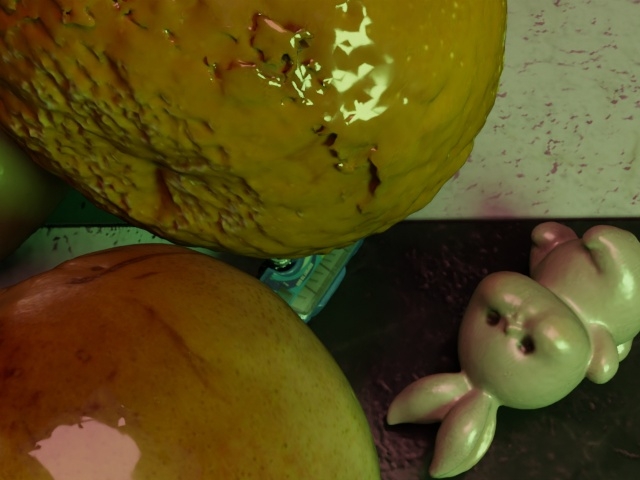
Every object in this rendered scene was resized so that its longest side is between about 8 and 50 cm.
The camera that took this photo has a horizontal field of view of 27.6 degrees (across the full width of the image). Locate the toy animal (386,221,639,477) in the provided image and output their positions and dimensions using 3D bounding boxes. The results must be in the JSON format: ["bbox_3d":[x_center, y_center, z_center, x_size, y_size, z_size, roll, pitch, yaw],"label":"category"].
[{"bbox_3d":[0.144,0.076,0.935,0.212,0.124,0.124,-37,75,-23],"label":"toy animal"}]

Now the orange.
[{"bbox_3d":[-0.049,-0.156,0.796,0.340,0.340,0.293,22,66,3],"label":"orange"}]

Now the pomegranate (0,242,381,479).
[{"bbox_3d":[-0.112,0.166,0.788,0.319,0.319,0.319,2,67,-5],"label":"pomegranate"}]

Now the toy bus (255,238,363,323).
[{"bbox_3d":[0.000,0.000,0.988,0.061,0.051,0.153,33,67,2],"label":"toy bus"}]

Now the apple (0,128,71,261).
[{"bbox_3d":[-0.268,-0.063,0.904,0.200,0.200,0.200,2,67,-5],"label":"apple"}]
